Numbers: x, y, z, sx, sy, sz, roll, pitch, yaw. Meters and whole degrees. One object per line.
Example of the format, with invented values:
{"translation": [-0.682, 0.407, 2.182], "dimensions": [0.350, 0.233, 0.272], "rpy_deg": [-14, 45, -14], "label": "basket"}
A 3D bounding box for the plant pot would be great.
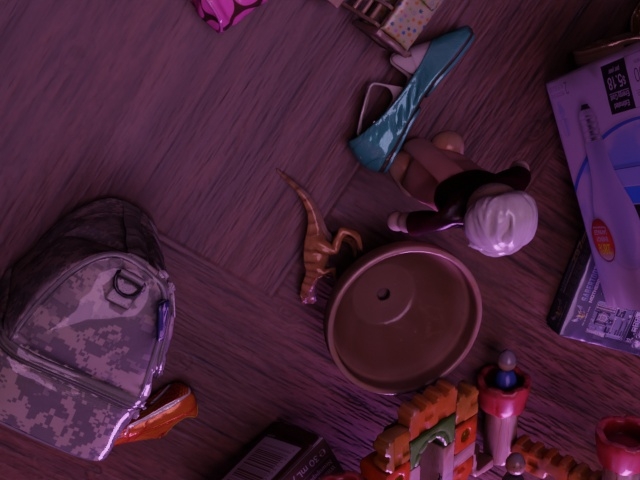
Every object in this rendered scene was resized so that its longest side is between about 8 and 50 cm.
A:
{"translation": [0.109, 0.101, 1.401], "dimensions": [0.237, 0.110, 0.237], "rpy_deg": [-6, 112, -15], "label": "plant pot"}

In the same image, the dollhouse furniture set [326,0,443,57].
{"translation": [0.097, -0.368, 1.259], "dimensions": [0.161, 0.101, 0.182], "rpy_deg": [33, 97, -27], "label": "dollhouse furniture set"}

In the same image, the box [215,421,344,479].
{"translation": [-0.009, 0.489, 1.447], "dimensions": [0.191, 0.143, 0.381], "rpy_deg": [-42, 115, -28], "label": "box"}

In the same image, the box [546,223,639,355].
{"translation": [0.487, 0.059, 1.508], "dimensions": [0.183, 0.059, 0.233], "rpy_deg": [14, 102, -15], "label": "box"}

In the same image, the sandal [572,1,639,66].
{"translation": [0.480, -0.330, 1.381], "dimensions": [0.240, 0.088, 0.079], "rpy_deg": [-19, 105, 0], "label": "sandal"}

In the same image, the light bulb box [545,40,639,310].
{"translation": [0.510, -0.095, 1.268], "dimensions": [0.225, 0.358, 0.361], "rpy_deg": [-16, 91, -7], "label": "light bulb box"}

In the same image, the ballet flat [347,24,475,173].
{"translation": [0.119, -0.215, 1.335], "dimensions": [0.087, 0.083, 0.247], "rpy_deg": [33, 95, -5], "label": "ballet flat"}

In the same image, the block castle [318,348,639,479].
{"translation": [0.233, 0.345, 1.332], "dimensions": [0.453, 0.303, 0.213], "rpy_deg": [-24, 123, -39], "label": "block castle"}

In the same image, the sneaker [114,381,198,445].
{"translation": [-0.263, 0.275, 1.399], "dimensions": [0.175, 0.064, 0.067], "rpy_deg": [-22, 120, -3], "label": "sneaker"}

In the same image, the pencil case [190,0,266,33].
{"translation": [-0.084, -0.368, 1.233], "dimensions": [0.209, 0.098, 0.095], "rpy_deg": [-42, 68, -1], "label": "pencil case"}

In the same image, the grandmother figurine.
{"translation": [0.186, -0.063, 1.252], "dimensions": [0.207, 0.342, 0.104], "rpy_deg": [-33, 111, -2], "label": "grandmother figurine"}

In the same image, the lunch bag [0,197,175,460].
{"translation": [-0.297, 0.091, 1.207], "dimensions": [0.212, 0.305, 0.256], "rpy_deg": [28, 99, -20], "label": "lunch bag"}

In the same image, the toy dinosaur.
{"translation": [0.000, 0.000, 1.377], "dimensions": [0.112, 0.064, 0.212], "rpy_deg": [-5, 107, -10], "label": "toy dinosaur"}
